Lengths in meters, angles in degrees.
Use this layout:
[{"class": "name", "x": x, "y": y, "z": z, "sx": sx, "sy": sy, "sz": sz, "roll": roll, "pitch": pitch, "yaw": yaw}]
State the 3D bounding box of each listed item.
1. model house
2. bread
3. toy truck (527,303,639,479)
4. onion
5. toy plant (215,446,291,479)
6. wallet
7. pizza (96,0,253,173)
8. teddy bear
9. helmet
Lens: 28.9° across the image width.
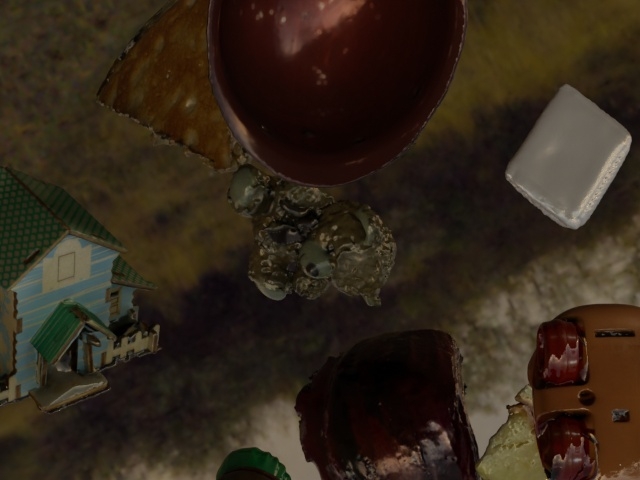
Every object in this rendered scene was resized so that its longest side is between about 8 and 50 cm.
[{"class": "model house", "x": -0.283, "y": 0.044, "z": 1.255, "sx": 0.271, "sy": 0.178, "sz": 0.206, "roll": -17, "pitch": 131, "yaw": -35}, {"class": "bread", "x": 0.312, "y": 0.275, "z": 1.843, "sx": 0.240, "sy": 0.178, "sz": 0.135, "roll": -50, "pitch": -157, "yaw": -16}, {"class": "toy truck", "x": 0.347, "y": 0.203, "z": 1.530, "sx": 0.189, "sy": 0.264, "sz": 0.239, "roll": -1, "pitch": 160, "yaw": -1}, {"class": "onion", "x": 0.105, "y": 0.281, "z": 1.894, "sx": 0.280, "sy": 0.314, "sz": 0.146, "roll": -9, "pitch": 161, "yaw": -2}, {"class": "toy plant", "x": -0.068, "y": 0.313, "z": 1.434, "sx": 0.105, "sy": 0.143, "sz": 0.200, "roll": -37, "pitch": -176, "yaw": 16}, {"class": "wallet", "x": 0.311, "y": -0.103, "z": 1.550, "sx": 0.183, "sy": 0.124, "sz": 0.032, "roll": -54, "pitch": -175, "yaw": -29}, {"class": "pizza", "x": -0.195, "y": -0.251, "z": 2.107, "sx": 0.440, "sy": 0.406, "sz": 0.130, "roll": -39, "pitch": 145, "yaw": 29}, {"class": "teddy bear", "x": 0.000, "y": 0.000, "z": 1.899, "sx": 0.156, "sy": 0.256, "sz": 0.267, "roll": -41, "pitch": 143, "yaw": -28}, {"class": "helmet", "x": 0.001, "y": -0.285, "z": 1.679, "sx": 0.338, "sy": 0.384, "sz": 0.230, "roll": 2, "pitch": -163, "yaw": -13}]
